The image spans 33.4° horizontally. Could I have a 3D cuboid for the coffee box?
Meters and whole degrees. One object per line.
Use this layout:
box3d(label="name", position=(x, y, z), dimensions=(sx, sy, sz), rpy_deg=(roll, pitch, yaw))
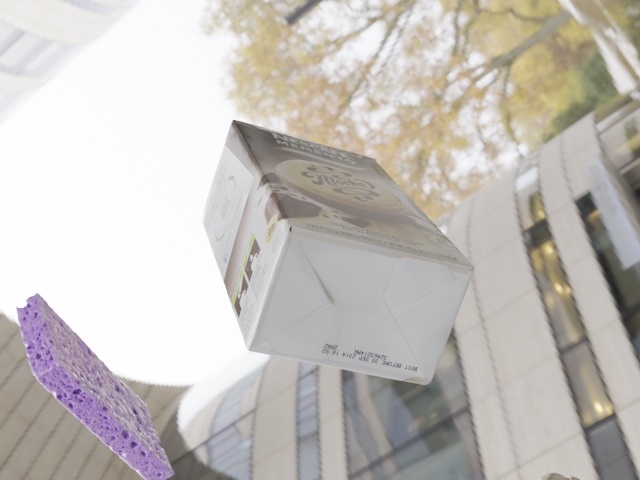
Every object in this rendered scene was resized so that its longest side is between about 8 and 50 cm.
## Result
box3d(label="coffee box", position=(0.000, 0.000, 0.989), dimensions=(0.168, 0.118, 0.297), rpy_deg=(13, -162, -19))

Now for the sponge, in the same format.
box3d(label="sponge", position=(-0.230, 0.155, 1.091), dimensions=(0.210, 0.031, 0.117), rpy_deg=(57, 178, -39))

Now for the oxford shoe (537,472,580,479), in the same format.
box3d(label="oxford shoe", position=(0.167, 0.340, 1.134), dimensions=(0.130, 0.123, 0.348), rpy_deg=(35, -139, 18))
